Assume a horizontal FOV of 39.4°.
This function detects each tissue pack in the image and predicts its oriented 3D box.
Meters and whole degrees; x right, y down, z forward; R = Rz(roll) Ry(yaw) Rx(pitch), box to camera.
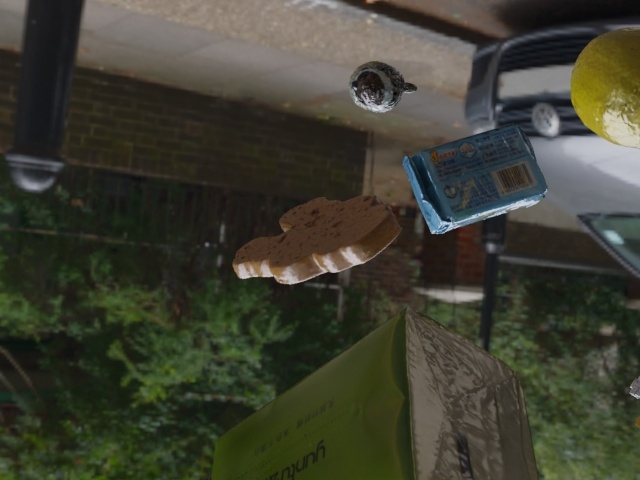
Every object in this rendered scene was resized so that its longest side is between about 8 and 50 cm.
[{"bbox_3d":[0.036,0.224,0.789,0.167,0.200,0.275,30,129,-27],"label":"tissue pack"}]

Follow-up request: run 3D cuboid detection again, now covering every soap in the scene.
[{"bbox_3d":[0.286,-0.114,1.623,0.293,0.156,0.077,-16,170,-25],"label":"soap"}]

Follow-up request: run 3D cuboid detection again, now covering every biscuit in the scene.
[{"bbox_3d":[0.000,0.000,1.354,0.202,0.047,0.334,-40,-161,-26],"label":"biscuit"}]

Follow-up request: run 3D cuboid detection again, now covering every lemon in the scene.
[{"bbox_3d":[0.674,-0.323,1.915,0.245,0.245,0.320,6,-150,-30],"label":"lemon"}]

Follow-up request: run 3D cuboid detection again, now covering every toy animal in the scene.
[{"bbox_3d":[0.122,-0.280,1.654,0.137,0.098,0.098,5,178,-11],"label":"toy animal"}]

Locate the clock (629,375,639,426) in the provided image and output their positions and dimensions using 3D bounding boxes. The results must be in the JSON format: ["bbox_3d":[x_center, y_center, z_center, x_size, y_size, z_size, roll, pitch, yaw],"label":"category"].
[{"bbox_3d":[0.762,0.356,1.730,0.310,0.166,0.235,31,180,36],"label":"clock"}]

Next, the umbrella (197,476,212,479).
[{"bbox_3d":[-0.071,0.458,1.549,0.326,0.090,0.094,5,-156,-3],"label":"umbrella"}]
